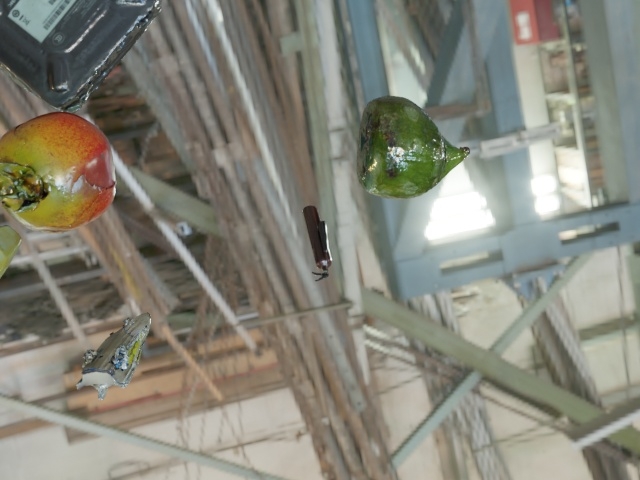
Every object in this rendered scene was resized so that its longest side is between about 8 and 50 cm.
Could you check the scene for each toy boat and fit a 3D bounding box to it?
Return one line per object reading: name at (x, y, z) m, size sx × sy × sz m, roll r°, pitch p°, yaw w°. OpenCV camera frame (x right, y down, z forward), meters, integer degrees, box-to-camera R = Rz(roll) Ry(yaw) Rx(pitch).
toy boat at (-0.316, 0.170, 1.583) m, size 0.084 × 0.066 × 0.210 m, roll -6°, pitch -155°, yaw 18°
toy boat at (-0.446, 0.039, 1.273) m, size 0.066 × 0.065 × 0.172 m, roll -32°, pitch -162°, yaw 51°

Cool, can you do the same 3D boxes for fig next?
fig at (0.188, -0.168, 1.882) m, size 0.235 × 0.203 × 0.203 m, roll 5°, pitch -175°, yaw -13°

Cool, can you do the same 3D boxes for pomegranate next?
pomegranate at (-0.453, -0.112, 1.665) m, size 0.210 × 0.210 × 0.235 m, roll -8°, pitch -168°, yaw 20°

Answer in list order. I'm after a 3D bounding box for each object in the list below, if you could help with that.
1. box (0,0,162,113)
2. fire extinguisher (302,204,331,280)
box at (-0.557, -0.489, 2.086) m, size 0.359 × 0.350 × 0.091 m, roll -51°, pitch 177°, yaw -2°
fire extinguisher at (0.000, 0.000, 1.765) m, size 0.049 × 0.173 × 0.035 m, roll -38°, pitch 133°, yaw 25°
